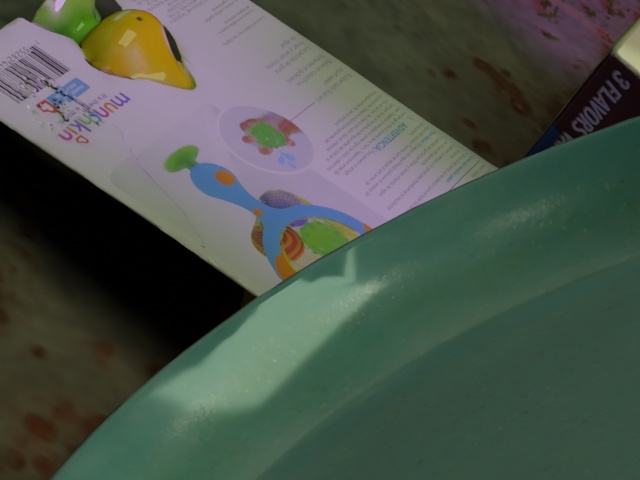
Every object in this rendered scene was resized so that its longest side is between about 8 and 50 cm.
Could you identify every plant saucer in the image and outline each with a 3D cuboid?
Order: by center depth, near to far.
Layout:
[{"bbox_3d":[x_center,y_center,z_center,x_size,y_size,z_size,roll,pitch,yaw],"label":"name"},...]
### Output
[{"bbox_3d":[0.074,0.045,0.404,0.044,0.317,0.317,67,30,-19],"label":"plant saucer"}]

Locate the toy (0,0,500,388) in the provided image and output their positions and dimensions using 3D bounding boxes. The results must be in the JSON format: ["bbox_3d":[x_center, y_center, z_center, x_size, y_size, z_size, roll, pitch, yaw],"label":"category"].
[{"bbox_3d":[0.000,0.000,0.606,0.237,0.056,0.137,38,38,6],"label":"toy"}]

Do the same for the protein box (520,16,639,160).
[{"bbox_3d":[0.202,-0.022,0.692,0.201,0.136,0.200,41,56,5],"label":"protein box"}]
